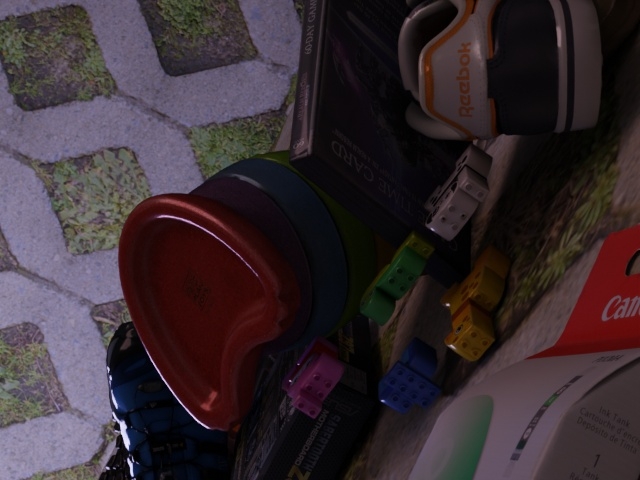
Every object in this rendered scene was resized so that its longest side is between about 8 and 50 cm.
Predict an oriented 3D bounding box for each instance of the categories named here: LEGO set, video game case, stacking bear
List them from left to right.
[{"bbox_3d":[0.000,0.000,1.147,0.289,0.164,0.175,-23,-29,-42],"label":"stacking bear"},{"bbox_3d":[0.055,-0.124,1.094,0.026,0.196,0.274,-19,51,34],"label":"video game case"},{"bbox_3d":[0.070,0.057,0.994,0.227,0.087,0.093,-53,11,18],"label":"LEGO set"}]

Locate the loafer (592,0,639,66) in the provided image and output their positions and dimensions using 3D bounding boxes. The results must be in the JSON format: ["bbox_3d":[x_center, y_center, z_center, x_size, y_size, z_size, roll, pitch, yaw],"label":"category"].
[{"bbox_3d":[0.203,-0.180,1.057,0.056,0.050,0.148,-55,11,41],"label":"loafer"}]

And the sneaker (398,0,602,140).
[{"bbox_3d":[0.119,-0.148,1.061,0.321,0.128,0.126,-82,-12,-77],"label":"sneaker"}]

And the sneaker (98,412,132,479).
[{"bbox_3d":[-0.154,0.259,1.613,0.134,0.146,0.343,-24,49,44],"label":"sneaker"}]

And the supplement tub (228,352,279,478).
[{"bbox_3d":[-0.104,0.193,1.536,0.106,0.106,0.198,-54,12,44],"label":"supplement tub"}]

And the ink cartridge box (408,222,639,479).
[{"bbox_3d":[0.120,0.074,0.742,0.224,0.056,0.181,-65,9,-12],"label":"ink cartridge box"}]

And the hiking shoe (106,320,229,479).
[{"bbox_3d":[-0.127,0.212,1.347,0.132,0.113,0.304,-105,4,-60],"label":"hiking shoe"}]

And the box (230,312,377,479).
[{"bbox_3d":[-0.019,0.158,1.270,0.183,0.059,0.232,-62,8,15],"label":"box"}]
